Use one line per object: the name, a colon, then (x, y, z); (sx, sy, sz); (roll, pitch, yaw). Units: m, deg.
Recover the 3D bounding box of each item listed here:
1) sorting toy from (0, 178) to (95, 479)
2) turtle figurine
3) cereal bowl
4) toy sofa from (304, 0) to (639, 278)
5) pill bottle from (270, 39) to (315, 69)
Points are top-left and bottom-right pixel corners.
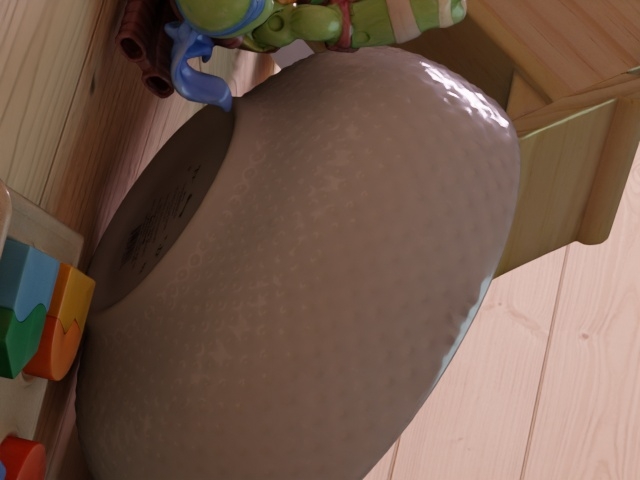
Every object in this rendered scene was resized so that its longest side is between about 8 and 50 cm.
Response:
sorting toy: (-0.151, 0.078, 0.837); (0.208, 0.038, 0.193); (82, 21, -82)
turtle figurine: (0.004, -0.205, 1.021); (0.266, 0.198, 0.274); (-81, -173, -77)
cereal bowl: (-0.042, 0.017, 1.058); (0.339, 0.141, 0.339); (-45, -157, 25)
toy sofa: (0.092, -0.157, 1.268); (0.177, 0.362, 0.150); (-23, 146, -26)
pill bottle: (0.029, -0.266, 1.639); (0.152, 0.152, 0.272); (100, 5, -45)
